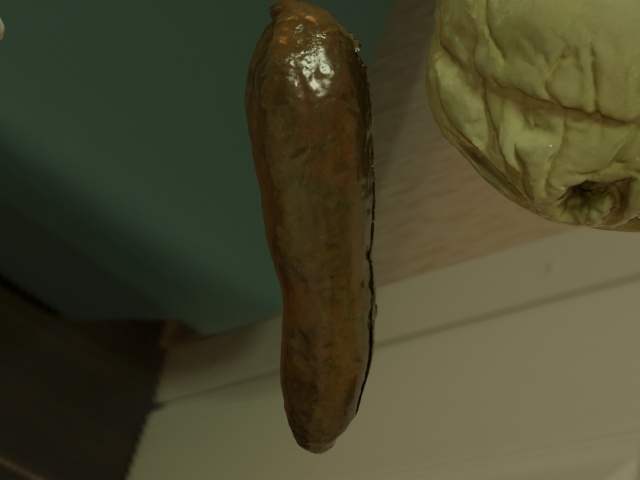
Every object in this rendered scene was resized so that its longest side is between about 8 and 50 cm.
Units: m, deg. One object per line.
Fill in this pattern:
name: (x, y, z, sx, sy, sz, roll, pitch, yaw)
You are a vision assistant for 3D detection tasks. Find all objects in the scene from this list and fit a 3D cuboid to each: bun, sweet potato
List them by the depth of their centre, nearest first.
sweet potato: (0.000, 0.000, 0.995, 0.075, 0.075, 0.273, -19, 111, -42)
bun: (0.174, -0.084, 1.047, 0.229, 0.229, 0.145, 24, 74, -33)

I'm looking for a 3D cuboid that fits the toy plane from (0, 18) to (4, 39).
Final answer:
toy plane: (-0.175, -0.030, 0.579, 0.080, 0.174, 0.174, 43, 50, 7)
